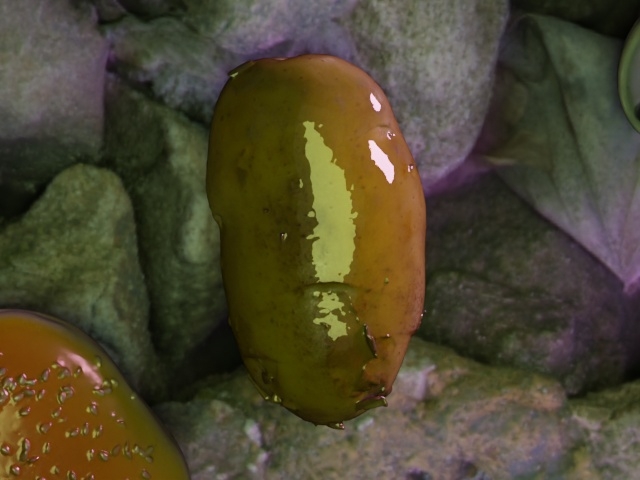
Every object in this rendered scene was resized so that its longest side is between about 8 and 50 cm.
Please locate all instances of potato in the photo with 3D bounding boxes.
[{"bbox_3d":[0.000,0.000,1.497,0.173,0.140,0.300,-6,101,2],"label":"potato"}]

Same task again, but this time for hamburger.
[{"bbox_3d":[-0.236,0.192,1.521,0.227,0.151,0.295,-38,105,2],"label":"hamburger"}]

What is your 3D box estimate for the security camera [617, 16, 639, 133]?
[{"bbox_3d":[0.335,-0.212,1.514,0.157,0.080,0.302,10,114,-12],"label":"security camera"}]
